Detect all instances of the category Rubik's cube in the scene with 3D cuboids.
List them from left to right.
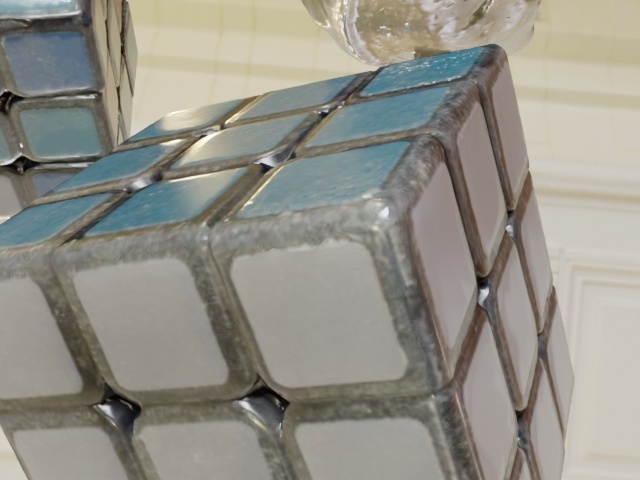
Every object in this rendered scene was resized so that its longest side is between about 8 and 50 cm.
[{"bbox_3d":[-0.436,-0.258,1.149,0.359,0.362,0.363,89,176,-56],"label":"Rubik's cube"},{"bbox_3d":[-0.008,0.069,0.606,0.301,0.305,0.303,-53,-51,-58],"label":"Rubik's cube"}]

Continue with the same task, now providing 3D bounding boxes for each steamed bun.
[{"bbox_3d":[0.085,-0.314,0.883,0.383,0.236,0.247,39,-145,-74],"label":"steamed bun"}]
